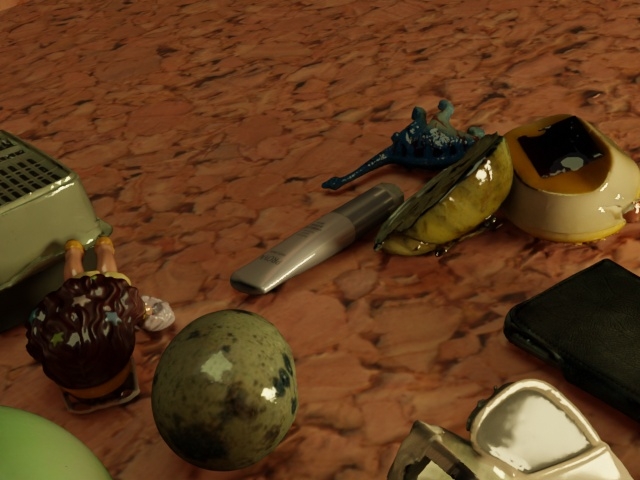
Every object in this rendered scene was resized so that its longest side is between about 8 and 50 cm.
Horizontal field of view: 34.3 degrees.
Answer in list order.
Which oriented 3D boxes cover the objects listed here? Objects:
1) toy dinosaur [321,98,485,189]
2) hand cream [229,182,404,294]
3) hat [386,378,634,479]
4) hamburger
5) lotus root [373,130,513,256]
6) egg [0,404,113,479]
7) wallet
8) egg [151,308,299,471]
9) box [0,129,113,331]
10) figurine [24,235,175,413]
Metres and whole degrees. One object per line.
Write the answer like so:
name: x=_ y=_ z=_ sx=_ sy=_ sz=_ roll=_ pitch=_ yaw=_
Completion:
toy dinosaur: x=0.163 y=-0.142 z=1.481 sx=0.329 sy=0.076 sz=0.144 roll=-8 pitch=36 yaw=9
hand cream: x=0.000 y=0.000 z=1.306 sx=0.255 sy=0.048 sz=0.079 roll=-30 pitch=20 yaw=-28
hat: x=0.170 y=0.226 z=0.773 sx=0.275 sy=0.161 sz=0.232 roll=0 pitch=34 yaw=-31
hamburger: x=0.302 y=-0.071 z=1.282 sx=0.173 sy=0.116 sz=0.210 roll=-21 pitch=34 yaw=-2
lotus root: x=0.159 y=-0.037 z=1.251 sx=0.203 sy=0.078 sz=0.183 roll=-41 pitch=5 yaw=7
egg: x=-0.264 y=0.237 z=0.801 sx=0.220 sy=0.220 sz=0.269 roll=-28 pitch=35 yaw=-28
wallet: x=0.332 y=0.115 z=1.006 sx=0.172 sy=0.045 sz=0.318 roll=-22 pitch=31 yaw=-25
egg: x=-0.089 y=0.139 z=0.998 sx=0.141 sy=0.141 sz=0.182 roll=-5 pitch=29 yaw=9
box: x=-0.422 y=-0.017 z=1.350 sx=0.220 sy=0.166 sz=0.290 roll=-28 pitch=34 yaw=-28
figurine: x=-0.258 y=0.086 z=1.171 sx=0.174 sy=0.116 sz=0.240 roll=-12 pitch=29 yaw=-4
